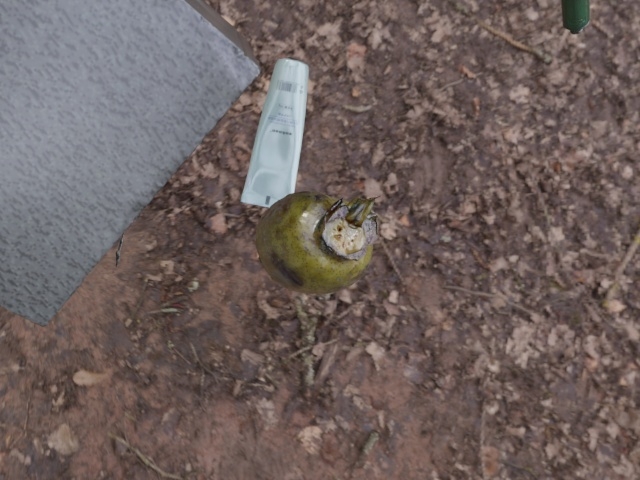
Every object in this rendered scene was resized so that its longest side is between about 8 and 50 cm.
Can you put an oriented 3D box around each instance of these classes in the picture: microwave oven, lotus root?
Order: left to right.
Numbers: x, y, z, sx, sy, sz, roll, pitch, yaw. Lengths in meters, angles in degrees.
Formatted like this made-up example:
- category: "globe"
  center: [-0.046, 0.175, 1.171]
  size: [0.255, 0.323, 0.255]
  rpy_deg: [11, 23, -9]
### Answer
- category: "microwave oven"
  center: [-0.342, -0.177, 0.804]
  size: [0.374, 0.236, 0.432]
  rpy_deg: [37, 103, -24]
- category: "lotus root"
  center: [-0.001, 0.002, 0.887]
  size: [0.154, 0.278, 0.154]
  rpy_deg: [3, 83, -25]

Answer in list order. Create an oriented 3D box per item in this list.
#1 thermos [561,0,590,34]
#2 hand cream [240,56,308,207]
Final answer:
- category: "thermos"
  center: [0.657, -0.612, 1.672]
  size: [0.073, 0.083, 0.188]
  rpy_deg: [-38, 147, 3]
- category: "hand cream"
  center: [-0.085, -0.227, 1.358]
  size: [0.109, 0.067, 0.321]
  rpy_deg: [11, 87, -7]
